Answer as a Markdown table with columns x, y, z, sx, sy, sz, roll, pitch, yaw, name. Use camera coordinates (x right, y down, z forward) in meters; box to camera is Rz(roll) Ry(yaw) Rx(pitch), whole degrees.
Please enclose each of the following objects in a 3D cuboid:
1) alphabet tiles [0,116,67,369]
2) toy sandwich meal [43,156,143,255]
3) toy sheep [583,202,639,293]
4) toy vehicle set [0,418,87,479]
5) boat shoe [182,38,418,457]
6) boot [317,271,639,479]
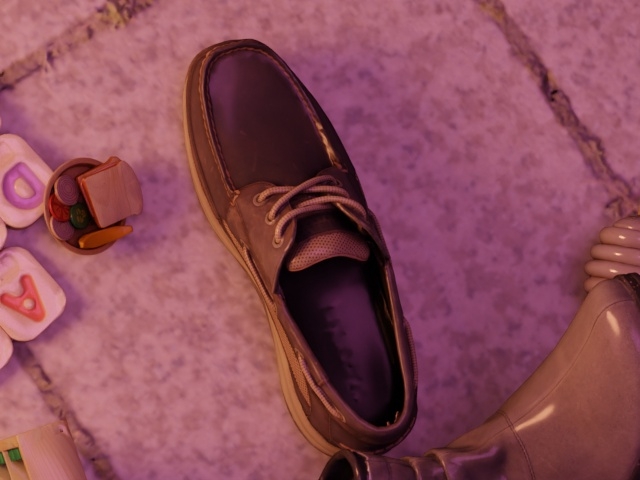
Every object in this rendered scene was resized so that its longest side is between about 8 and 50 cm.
| x | y | z | sx | sy | sz | roll | pitch | yaw | name |
| --- | --- | --- | --- | --- | --- | --- | --- | --- | --- |
| -0.343 | 0.001 | 1.511 | 0.284 | 0.021 | 0.278 | -43 | 96 | -17 | alphabet tiles |
| -0.177 | -0.028 | 1.547 | 0.085 | 0.029 | 0.086 | 3 | 85 | -39 | toy sandwich meal |
| 0.264 | 0.026 | 1.653 | 0.091 | 0.091 | 0.132 | 9 | 86 | -15 | toy sheep |
| -0.191 | 0.216 | 1.399 | 0.035 | 0.267 | 0.166 | -18 | 87 | -18 | toy vehicle set |
| 0.000 | 0.000 | 1.554 | 0.132 | 0.130 | 0.355 | -24 | 90 | -18 | boat shoe |
| 0.120 | 0.167 | 1.483 | 0.222 | 0.338 | 0.118 | 0 | 40 | -19 | boot |
